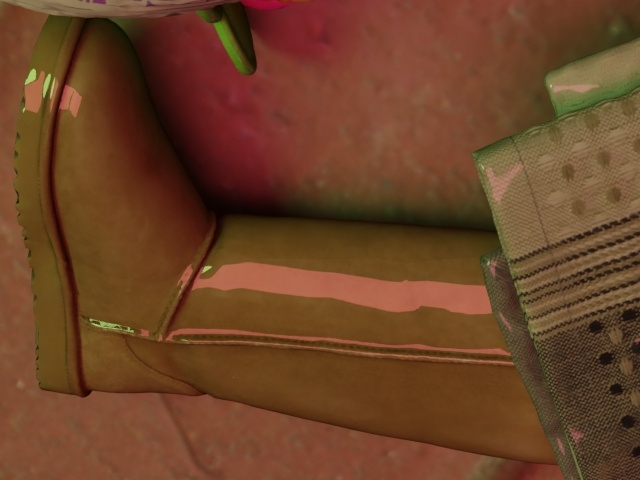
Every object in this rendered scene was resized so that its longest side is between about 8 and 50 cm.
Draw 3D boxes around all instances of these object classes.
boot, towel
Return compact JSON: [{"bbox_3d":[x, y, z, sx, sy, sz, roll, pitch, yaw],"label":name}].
[{"bbox_3d":[0.000,0.000,0.930,0.269,0.089,0.236,7,135,5],"label":"boot"},{"bbox_3d":[0.248,0.028,0.903,0.324,0.056,0.312,-21,114,-3],"label":"towel"}]

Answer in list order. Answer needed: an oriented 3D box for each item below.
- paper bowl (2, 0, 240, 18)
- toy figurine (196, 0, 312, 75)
[{"bbox_3d":[-0.073,-0.220,0.699,0.284,0.148,0.284,2,83,-16],"label":"paper bowl"},{"bbox_3d":[0.007,-0.168,0.852,0.159,0.130,0.173,-21,133,7],"label":"toy figurine"}]
